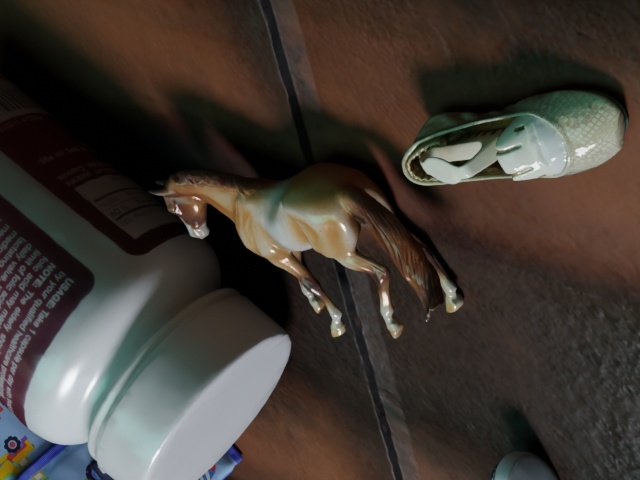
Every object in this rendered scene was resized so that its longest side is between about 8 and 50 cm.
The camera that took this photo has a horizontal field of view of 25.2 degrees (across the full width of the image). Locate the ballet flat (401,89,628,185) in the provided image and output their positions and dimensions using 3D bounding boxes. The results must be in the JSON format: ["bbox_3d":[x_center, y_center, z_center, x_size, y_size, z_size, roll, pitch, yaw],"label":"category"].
[{"bbox_3d":[0.115,-0.054,0.883,0.168,0.052,0.057,-6,120,54],"label":"ballet flat"}]

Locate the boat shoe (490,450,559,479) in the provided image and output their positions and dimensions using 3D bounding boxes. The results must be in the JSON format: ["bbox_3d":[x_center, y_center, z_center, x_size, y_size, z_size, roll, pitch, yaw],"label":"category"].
[{"bbox_3d":[0.156,0.238,1.154,0.083,0.065,0.183,9,133,45],"label":"boat shoe"}]

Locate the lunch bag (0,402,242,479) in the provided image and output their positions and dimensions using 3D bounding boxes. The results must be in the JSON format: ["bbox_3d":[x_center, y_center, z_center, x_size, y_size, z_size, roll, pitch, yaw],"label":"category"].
[{"bbox_3d":[-0.245,0.224,1.494,0.293,0.221,0.138,42,149,10],"label":"lunch bag"}]

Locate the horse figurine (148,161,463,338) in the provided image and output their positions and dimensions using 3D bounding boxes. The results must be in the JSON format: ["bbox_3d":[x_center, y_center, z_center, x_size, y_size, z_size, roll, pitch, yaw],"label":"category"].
[{"bbox_3d":[0.000,0.000,1.082,0.263,0.066,0.174,-2,130,55],"label":"horse figurine"}]

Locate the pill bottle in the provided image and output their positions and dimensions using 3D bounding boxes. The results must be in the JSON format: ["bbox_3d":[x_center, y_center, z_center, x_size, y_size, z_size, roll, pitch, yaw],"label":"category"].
[{"bbox_3d":[-0.231,0.036,1.259,0.392,0.224,0.224,39,148,17],"label":"pill bottle"}]
